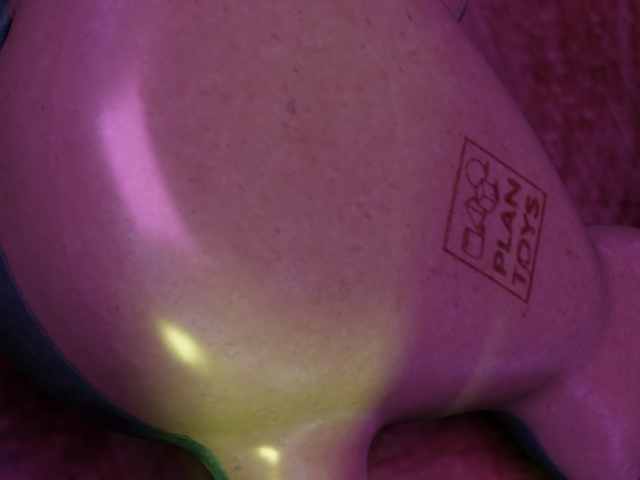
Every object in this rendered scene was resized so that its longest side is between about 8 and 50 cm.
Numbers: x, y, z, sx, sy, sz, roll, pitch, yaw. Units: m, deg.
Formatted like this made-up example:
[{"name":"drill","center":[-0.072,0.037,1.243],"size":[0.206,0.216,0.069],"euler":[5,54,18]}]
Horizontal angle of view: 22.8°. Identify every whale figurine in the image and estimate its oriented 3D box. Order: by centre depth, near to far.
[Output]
[{"name":"whale figurine","center":[0.000,0.000,0.525],"size":[0.272,0.141,0.216],"euler":[27,63,-34]}]
